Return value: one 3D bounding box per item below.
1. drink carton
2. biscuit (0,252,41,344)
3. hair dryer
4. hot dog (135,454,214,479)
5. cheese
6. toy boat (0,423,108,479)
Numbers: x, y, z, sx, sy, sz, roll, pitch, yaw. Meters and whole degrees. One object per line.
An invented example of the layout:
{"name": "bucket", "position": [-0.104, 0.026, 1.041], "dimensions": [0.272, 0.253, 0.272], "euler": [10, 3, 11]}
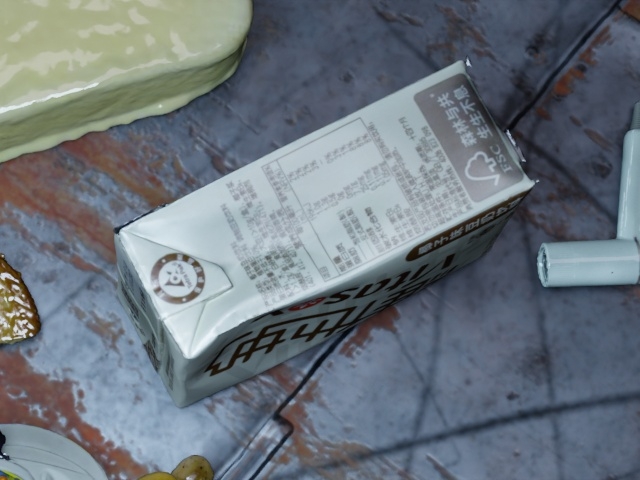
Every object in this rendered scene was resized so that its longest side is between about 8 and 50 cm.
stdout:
{"name": "drink carton", "position": [0.001, 0.000, 1.482], "dimensions": [0.324, 0.194, 0.132], "euler": [-26, 77, -12]}
{"name": "biscuit", "position": [-0.346, 0.051, 1.517], "dimensions": [0.206, 0.025, 0.126], "euler": [-10, 76, -10]}
{"name": "hair dryer", "position": [0.265, -0.047, 1.610], "dimensions": [0.155, 0.044, 0.183], "euler": [-3, 69, -8]}
{"name": "hot dog", "position": [-0.132, 0.240, 1.472], "dimensions": [0.090, 0.060, 0.140], "euler": [15, 81, -5]}
{"name": "cheese", "position": [-0.232, -0.214, 1.566], "dimensions": [0.384, 0.104, 0.384], "euler": [2, 74, -6]}
{"name": "toy boat", "position": [-0.309, 0.205, 1.425], "dimensions": [0.269, 0.141, 0.141], "euler": [-6, 74, 7]}
